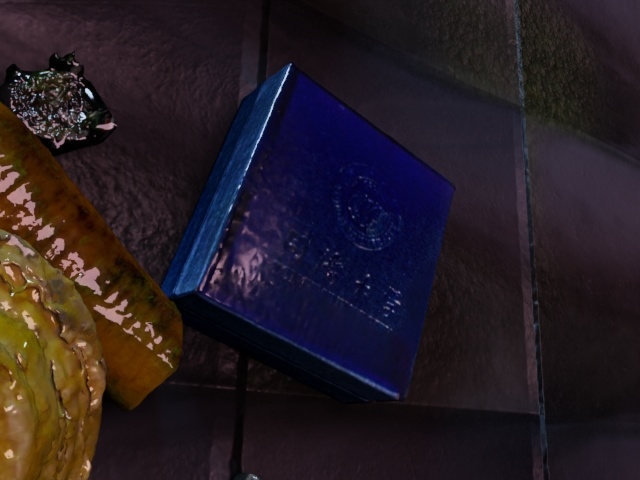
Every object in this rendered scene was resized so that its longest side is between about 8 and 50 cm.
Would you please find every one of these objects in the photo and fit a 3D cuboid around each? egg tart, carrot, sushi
[{"bbox_3d":[-0.276,0.128,0.441,0.294,0.123,0.293,-2,96,-24],"label":"egg tart"},{"bbox_3d":[-0.229,0.004,0.563,0.301,0.114,0.114,51,53,-18],"label":"carrot"},{"bbox_3d":[-0.248,-0.122,0.624,0.083,0.056,0.084,-29,96,-32],"label":"sushi"}]

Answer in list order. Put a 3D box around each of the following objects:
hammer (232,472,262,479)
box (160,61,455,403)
[{"bbox_3d":[0.012,0.387,0.689,0.365,0.044,0.111,48,52,-19],"label":"hammer"},{"bbox_3d":[0.000,0.000,0.743,0.262,0.116,0.278,32,62,-27],"label":"box"}]
